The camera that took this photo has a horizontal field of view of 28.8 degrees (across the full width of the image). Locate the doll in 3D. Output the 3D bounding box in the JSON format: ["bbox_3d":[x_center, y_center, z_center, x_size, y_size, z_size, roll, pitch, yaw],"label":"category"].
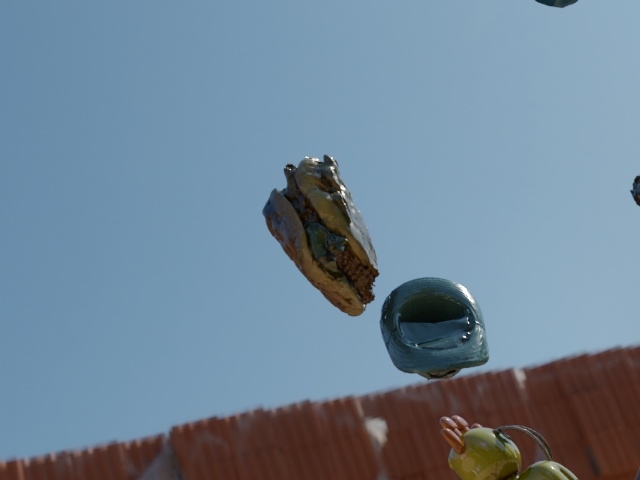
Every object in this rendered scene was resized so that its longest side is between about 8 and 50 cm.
[{"bbox_3d":[0.272,0.340,1.900,0.143,0.221,0.135,6,-60,-58],"label":"doll"}]

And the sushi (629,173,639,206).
[{"bbox_3d":[0.556,-0.084,1.789,0.147,0.115,0.212,-50,11,-28],"label":"sushi"}]

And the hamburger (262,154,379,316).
[{"bbox_3d":[0.000,0.000,1.672,0.130,0.206,0.183,-25,-35,9],"label":"hamburger"}]

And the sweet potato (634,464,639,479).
[{"bbox_3d":[0.436,0.282,1.586,0.195,0.056,0.056,-52,-37,10],"label":"sweet potato"}]

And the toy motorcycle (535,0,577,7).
[{"bbox_3d":[0.325,-0.340,1.348,0.326,0.191,0.200,4,-59,-33],"label":"toy motorcycle"}]

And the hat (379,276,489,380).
[{"bbox_3d":[0.149,0.131,1.631,0.138,0.191,0.078,-4,-54,-3],"label":"hat"}]
